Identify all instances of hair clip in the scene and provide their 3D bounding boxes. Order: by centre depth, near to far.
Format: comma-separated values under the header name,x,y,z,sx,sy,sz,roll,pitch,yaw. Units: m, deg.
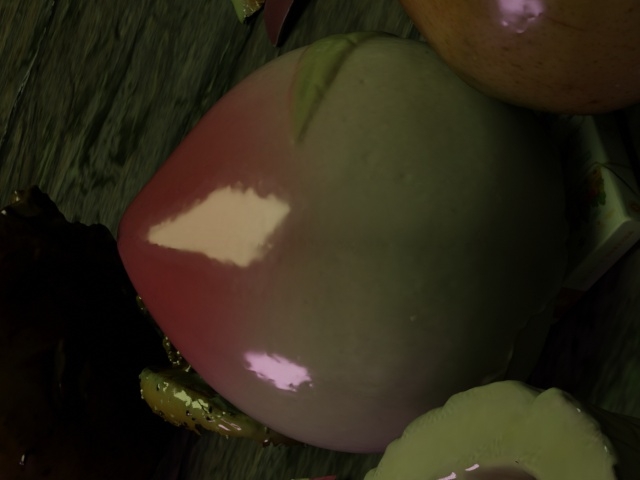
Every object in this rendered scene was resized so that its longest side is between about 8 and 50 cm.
name,x,y,z,sx,sy,sz,roll,pitch,yaw
hair clip,-0.023,-0.251,1.665,0.137,0.022,0.054,-53,39,34

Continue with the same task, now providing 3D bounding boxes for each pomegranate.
name,x,y,z,sx,sy,sz,roll,pitch,yaw
pomegranate,0.165,-0.230,1.074,0.319,0.319,0.319,-34,48,50

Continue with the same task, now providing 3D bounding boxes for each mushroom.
name,x,y,z,sx,sy,sz,roll,pitch,yaw
mushroom,-0.324,0.117,1.675,0.334,0.331,0.356,-50,43,-3

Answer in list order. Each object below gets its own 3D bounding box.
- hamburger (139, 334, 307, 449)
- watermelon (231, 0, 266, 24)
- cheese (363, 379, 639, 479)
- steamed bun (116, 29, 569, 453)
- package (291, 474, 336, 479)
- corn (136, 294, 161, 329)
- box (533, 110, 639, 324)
name,x,y,z,sx,sy,sz,roll,pitch,yaw
hamburger,-0.054,0.114,1.408,0.177,0.185,0.113,34,-106,-80
watermelon,-0.039,-0.329,1.704,0.245,0.063,0.119,-48,52,38
cheese,0.138,0.260,0.996,0.292,0.153,0.332,-40,43,41
steamed bun,0.000,0.000,1.183,0.309,0.309,0.309,-34,48,50
package,-0.006,0.236,1.397,0.059,0.029,0.083,-12,77,50
corn,-0.074,-0.036,1.581,0.320,0.097,0.097,-57,34,27
box,0.167,-0.062,1.228,0.122,0.032,0.220,-51,37,40
